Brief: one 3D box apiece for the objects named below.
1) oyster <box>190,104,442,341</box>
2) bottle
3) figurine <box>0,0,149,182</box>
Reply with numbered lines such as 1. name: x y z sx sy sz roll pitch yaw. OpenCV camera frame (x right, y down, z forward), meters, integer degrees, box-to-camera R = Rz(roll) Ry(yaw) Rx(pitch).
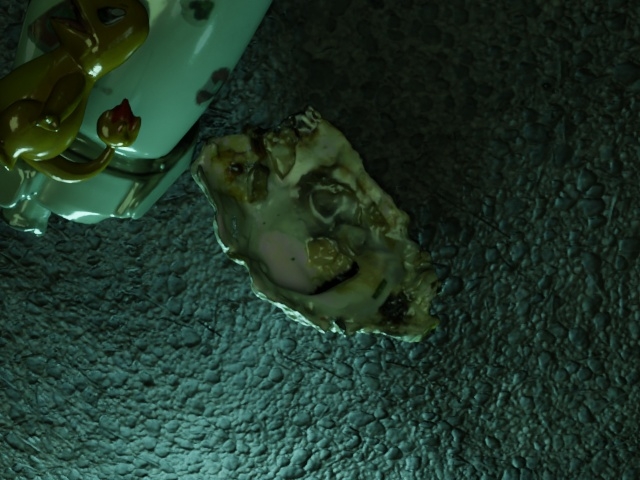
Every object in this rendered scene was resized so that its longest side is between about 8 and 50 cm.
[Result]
1. oyster: -0.003 0.002 0.910 0.201 0.107 0.355 -43 99 -16
2. bottle: -0.208 -0.164 0.776 0.229 0.229 0.352 28 103 -8
3. figurine: -0.199 -0.125 0.636 0.176 0.121 0.122 -52 130 2
